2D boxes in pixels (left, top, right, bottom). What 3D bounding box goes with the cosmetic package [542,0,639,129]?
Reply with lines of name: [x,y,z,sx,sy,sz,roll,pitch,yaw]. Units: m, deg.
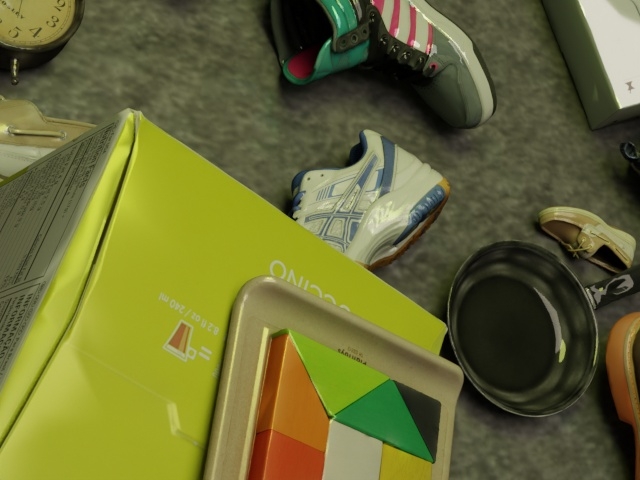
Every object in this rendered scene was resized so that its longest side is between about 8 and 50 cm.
cosmetic package: [0.465,-0.323,1.809,0.377,0.097,0.284,-17,83,-16]

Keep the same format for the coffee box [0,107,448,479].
coffee box: [-0.157,0.156,1.178,0.338,0.334,0.338,34,59,-25]

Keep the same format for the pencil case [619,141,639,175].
pencil case: [0.518,0.026,1.721,0.410,0.160,0.183,61,28,3]

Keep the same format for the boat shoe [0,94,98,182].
boat shoe: [-0.300,-0.076,1.353,0.302,0.113,0.103,14,64,-35]

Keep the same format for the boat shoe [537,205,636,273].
boat shoe: [0.309,0.000,1.687,0.135,0.050,0.045,20,58,-21]

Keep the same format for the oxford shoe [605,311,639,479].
oxford shoe: [0.422,0.251,1.590,0.130,0.133,0.363,-24,97,-34]

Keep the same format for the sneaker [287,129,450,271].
sneaker: [0.000,0.000,1.502,0.131,0.112,0.296,41,55,11]

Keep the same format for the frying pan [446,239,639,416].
frying pan: [0.256,0.058,1.630,0.197,0.053,0.326,48,59,-6]

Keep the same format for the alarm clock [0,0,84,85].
alarm clock: [-0.292,-0.246,1.440,0.129,0.064,0.192,40,60,-10]

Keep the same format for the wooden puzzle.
wooden puzzle: [0.015,0.168,1.063,0.221,0.044,0.238,27,61,-31]

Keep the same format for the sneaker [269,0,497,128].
sneaker: [0.052,-0.206,1.579,0.295,0.124,0.178,50,60,-8]
